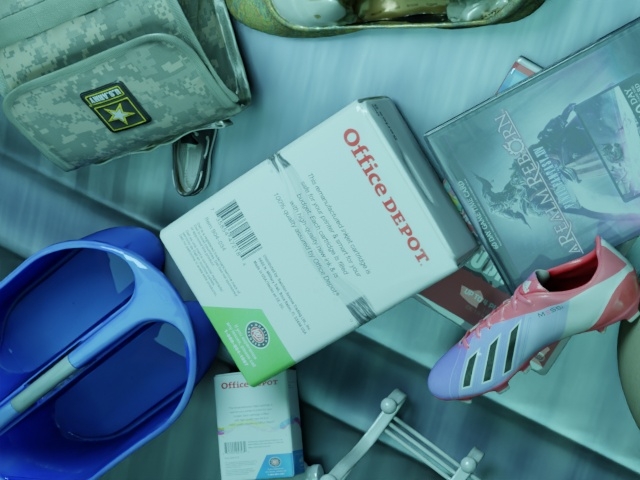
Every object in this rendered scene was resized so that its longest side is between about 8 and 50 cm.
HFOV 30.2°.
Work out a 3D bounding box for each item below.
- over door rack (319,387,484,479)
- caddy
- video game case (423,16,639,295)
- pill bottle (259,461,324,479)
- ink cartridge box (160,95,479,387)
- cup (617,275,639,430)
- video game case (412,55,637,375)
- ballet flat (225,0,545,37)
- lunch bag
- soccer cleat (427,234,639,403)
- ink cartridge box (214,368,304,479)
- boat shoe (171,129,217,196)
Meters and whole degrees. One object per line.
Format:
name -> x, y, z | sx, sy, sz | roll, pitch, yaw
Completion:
over door rack -> 0.080, 0.363, 1.307 | 0.239, 0.108, 0.324 | 37, 98, 13
caddy -> -0.277, 0.137, 1.345 | 0.341, 0.179, 0.241 | -37, 91, 20
video game case -> 0.270, -0.087, 1.204 | 0.274, 0.026, 0.196 | -28, 96, 18
pill bottle -> -0.039, 0.281, 1.391 | 0.083, 0.043, 0.043 | -7, 102, 16
ink cartridge box -> 0.000, 0.000, 1.258 | 0.273, 0.115, 0.198 | -31, 88, 22
cup -> 0.453, 0.145, 1.130 | 0.331, 0.237, 0.331 | 3, 104, 13
video game case -> 0.225, -0.022, 1.258 | 0.204, 0.025, 0.285 | 31, 109, 5
ballet flat -> 0.056, -0.263, 1.194 | 0.349, 0.123, 0.123 | 1, 104, 14
lunch bag -> -0.226, -0.224, 1.249 | 0.235, 0.169, 0.287 | -17, 103, 22
soccer cleat -> 0.208, 0.082, 1.222 | 0.248, 0.083, 0.095 | -29, 116, 18
ink cartridge box -> -0.070, 0.210, 1.359 | 0.089, 0.052, 0.122 | -7, 83, 15
boat shoe -> -0.144, -0.110, 1.323 | 0.046, 0.038, 0.125 | 11, 106, 12
